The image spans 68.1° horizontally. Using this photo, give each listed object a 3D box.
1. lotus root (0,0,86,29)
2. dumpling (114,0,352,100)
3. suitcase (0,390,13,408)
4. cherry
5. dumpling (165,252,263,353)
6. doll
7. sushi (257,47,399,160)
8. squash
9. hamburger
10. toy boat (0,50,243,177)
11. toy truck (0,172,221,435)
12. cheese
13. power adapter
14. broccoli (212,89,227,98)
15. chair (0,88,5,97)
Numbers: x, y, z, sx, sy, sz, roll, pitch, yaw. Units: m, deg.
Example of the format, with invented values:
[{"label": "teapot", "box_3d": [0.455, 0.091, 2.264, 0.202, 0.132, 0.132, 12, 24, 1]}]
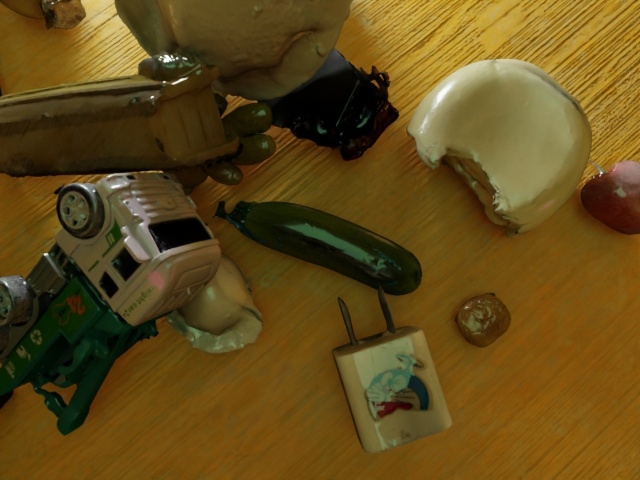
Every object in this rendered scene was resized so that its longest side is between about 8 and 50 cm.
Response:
[{"label": "lotus root", "box_3d": [-0.462, -0.446, 0.728, 0.146, 0.131, 0.303, -40, 85, 16]}, {"label": "dumpling", "box_3d": [-0.103, -0.273, 0.601, 0.243, 0.227, 0.175, 20, 55, 29]}, {"label": "suitcase", "box_3d": [-0.623, 0.257, 0.613, 0.229, 0.152, 0.335, 43, 82, 2]}, {"label": "cherry", "box_3d": [0.480, -0.071, 0.748, 0.126, 0.087, 0.106, 33, 86, 4]}, {"label": "dumpling", "box_3d": [-0.169, 0.083, 0.691, 0.127, 0.108, 0.188, -32, 99, 18]}, {"label": "doll", "box_3d": [-0.165, -0.141, 0.690, 0.209, 0.097, 0.137, -13, 96, 25]}, {"label": "sushi", "box_3d": [0.030, -0.203, 0.712, 0.172, 0.150, 0.153, 29, 93, 40]}, {"label": "squash", "box_3d": [0.001, -0.001, 0.717, 0.331, 0.087, 0.087, 20, 82, 1]}, {"label": "hamburger", "box_3d": [0.251, 0.122, 0.732, 0.083, 0.044, 0.076, -41, 85, -5]}, {"label": "toy boat", "box_3d": [-0.318, -0.166, 0.639, 0.445, 0.162, 0.136, 0, 125, 19]}, {"label": "toy truck", "box_3d": [-0.286, 0.079, 0.606, 0.178, 0.176, 0.363, 46, 109, 8]}, {"label": "cheese", "box_3d": [0.270, -0.143, 0.728, 0.233, 0.127, 0.266, -44, 85, -7]}, {"label": "power adapter", "box_3d": [0.086, 0.170, 0.676, 0.130, 0.125, 0.205, -18, 84, -4]}, {"label": "broccoli", "box_3d": [-0.081, -0.394, 0.717, 0.251, 0.221, 0.362, 10, 93, 5]}, {"label": "chair", "box_3d": [-0.596, -0.314, 0.703, 0.154, 0.141, 0.260, -20, 81, -5]}]
